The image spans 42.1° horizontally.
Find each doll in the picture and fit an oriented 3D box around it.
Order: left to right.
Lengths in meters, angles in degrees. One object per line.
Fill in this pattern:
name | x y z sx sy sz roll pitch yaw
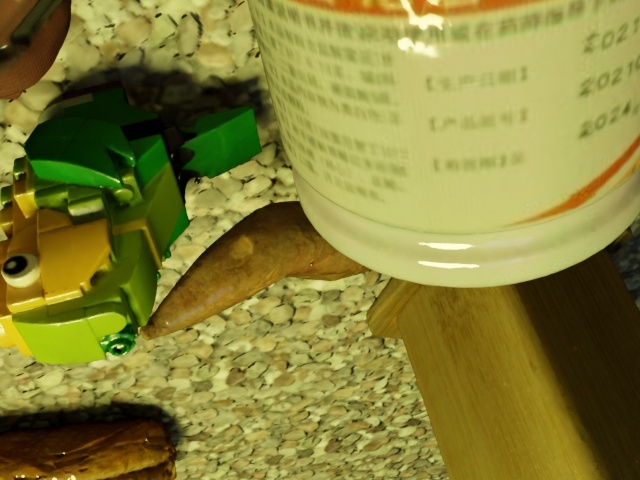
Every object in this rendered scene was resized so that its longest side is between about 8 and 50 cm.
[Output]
doll | -0.127 -0.012 0.496 0.134 0.186 0.106 9 141 13

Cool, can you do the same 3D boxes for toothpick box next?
toothpick box | 0.188 0.136 0.664 0.187 0.308 0.190 11 134 -29

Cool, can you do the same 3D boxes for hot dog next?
hot dog | -0.246 0.227 0.772 0.226 0.099 0.161 -3 136 -13

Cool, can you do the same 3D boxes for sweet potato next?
sweet potato | 0.000 0.000 0.566 0.281 0.059 0.067 -12 157 -44

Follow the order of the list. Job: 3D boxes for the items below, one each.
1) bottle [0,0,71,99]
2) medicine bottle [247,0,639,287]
bottle | -0.182 -0.124 0.364 0.156 0.143 0.271 12 143 -45
medicine bottle | 0.059 -0.153 0.364 0.202 0.202 0.316 -16 133 -2
